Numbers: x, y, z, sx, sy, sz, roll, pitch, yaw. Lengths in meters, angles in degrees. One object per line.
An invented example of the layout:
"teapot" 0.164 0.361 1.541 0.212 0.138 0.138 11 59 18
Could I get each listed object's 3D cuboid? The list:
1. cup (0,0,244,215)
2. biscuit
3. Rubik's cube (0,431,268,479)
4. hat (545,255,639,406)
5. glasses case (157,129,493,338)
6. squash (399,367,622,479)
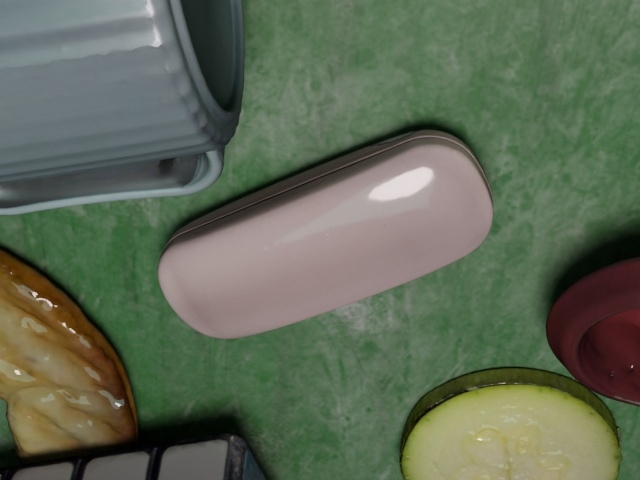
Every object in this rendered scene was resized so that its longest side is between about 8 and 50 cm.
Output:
"cup" -0.217 -0.131 0.622 0.311 0.256 0.331 -7 119 8
"biscuit" -0.269 0.128 0.910 0.154 0.045 0.299 -8 120 12
"Rubik's cube" -0.190 0.434 0.894 0.344 0.337 0.344 -13 131 13
"hat" 0.298 0.067 0.786 0.206 0.089 0.205 10 140 9
"glasses case" 0.000 0.000 0.787 0.297 0.075 0.113 -20 119 18
"squash" 0.190 0.217 0.929 0.219 0.041 0.219 3 117 6
